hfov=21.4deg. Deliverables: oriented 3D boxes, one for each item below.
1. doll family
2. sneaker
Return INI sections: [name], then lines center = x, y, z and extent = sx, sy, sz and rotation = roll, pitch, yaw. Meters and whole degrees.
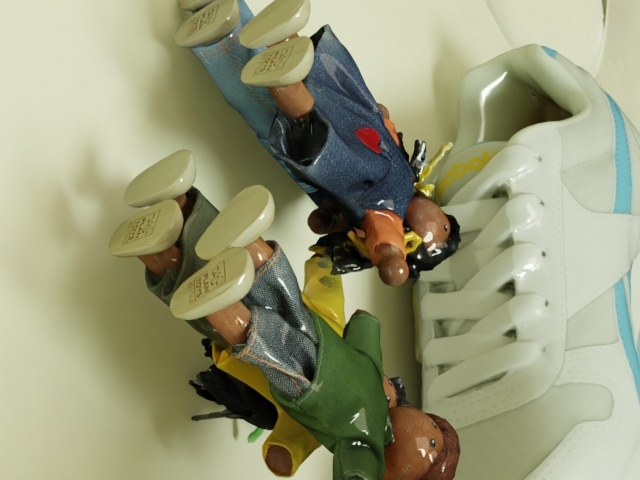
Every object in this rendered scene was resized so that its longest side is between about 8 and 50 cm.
[doll family]
center = 0.000, 0.000, 0.478
extent = 0.111, 0.076, 0.193
rotation = 46, 39, -31
[sneaker]
center = 0.063, 0.023, 0.565
extent = 0.092, 0.087, 0.229
rotation = 51, 32, -22
